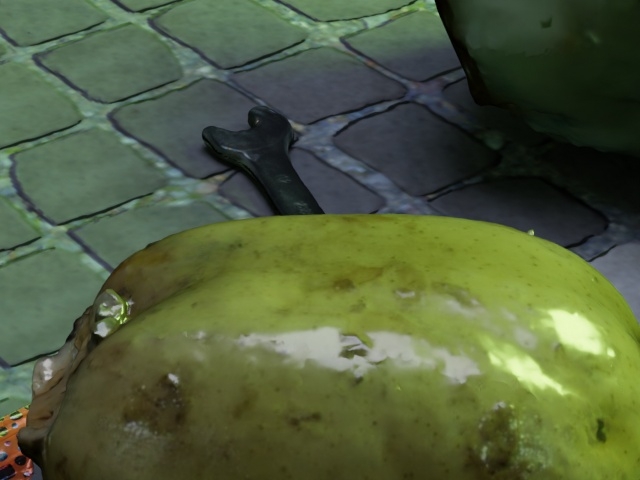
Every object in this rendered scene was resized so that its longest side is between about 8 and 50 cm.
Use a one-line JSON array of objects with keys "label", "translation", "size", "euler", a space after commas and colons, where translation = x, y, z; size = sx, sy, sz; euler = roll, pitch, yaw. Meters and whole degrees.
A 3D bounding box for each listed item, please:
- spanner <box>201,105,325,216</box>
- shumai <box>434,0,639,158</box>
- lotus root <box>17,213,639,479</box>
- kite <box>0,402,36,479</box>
[{"label": "spanner", "translation": [0.000, 0.000, 0.996], "size": [0.054, 0.015, 0.254], "euler": [-11, 37, -18]}, {"label": "shumai", "translation": [0.229, -0.159, 1.028], "size": [0.323, 0.324, 0.397], "euler": [9, 27, 32]}, {"label": "lotus root", "translation": [0.025, 0.067, 0.789], "size": [0.284, 0.146, 0.160], "euler": [5, 52, -4]}, {"label": "kite", "translation": [-0.179, 0.128, 0.792], "size": [0.125, 0.008, 0.222], "euler": [3, 34, -2]}]
